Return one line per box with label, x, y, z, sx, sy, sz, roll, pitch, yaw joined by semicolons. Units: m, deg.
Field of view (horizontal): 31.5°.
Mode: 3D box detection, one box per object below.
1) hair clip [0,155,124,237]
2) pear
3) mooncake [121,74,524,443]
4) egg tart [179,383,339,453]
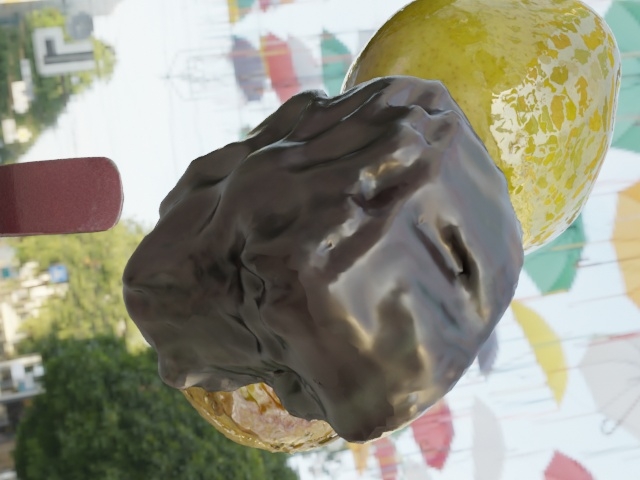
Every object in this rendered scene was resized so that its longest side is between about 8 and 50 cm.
hair clip;-0.199;-0.030;0.814;0.137;0.022;0.054;-2;-91;31
pear;0.201;-0.151;1.470;0.362;0.418;0.362;47;-18;20
mooncake;0.000;0.000;1.075;0.381;0.350;0.212;-11;-58;42
egg tart;-0.058;0.113;1.338;0.132;0.297;0.297;-33;-115;54
